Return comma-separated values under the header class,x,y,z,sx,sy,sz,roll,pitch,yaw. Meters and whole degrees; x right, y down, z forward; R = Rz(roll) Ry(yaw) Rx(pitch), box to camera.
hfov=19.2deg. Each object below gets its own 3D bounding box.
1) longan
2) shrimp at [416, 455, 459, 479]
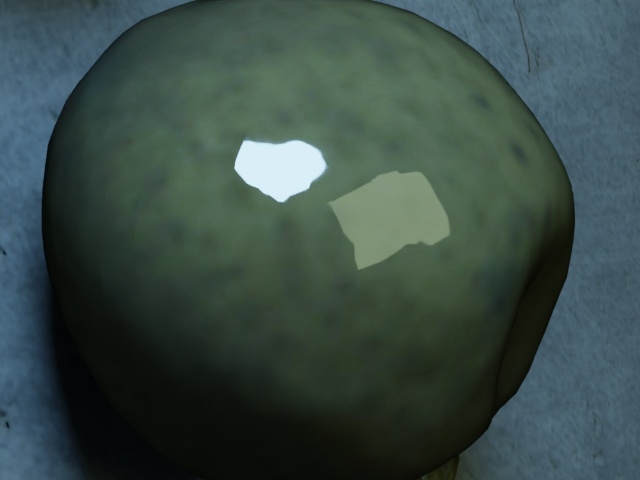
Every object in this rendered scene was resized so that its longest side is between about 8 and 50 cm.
class,x,y,z,sx,sy,sz,roll,pitch,yaw
longan,0.000,0.000,1.043,0.350,0.288,0.288,-13,84,-59
shrimp,0.052,0.069,1.262,0.169,0.058,0.296,46,45,-40
